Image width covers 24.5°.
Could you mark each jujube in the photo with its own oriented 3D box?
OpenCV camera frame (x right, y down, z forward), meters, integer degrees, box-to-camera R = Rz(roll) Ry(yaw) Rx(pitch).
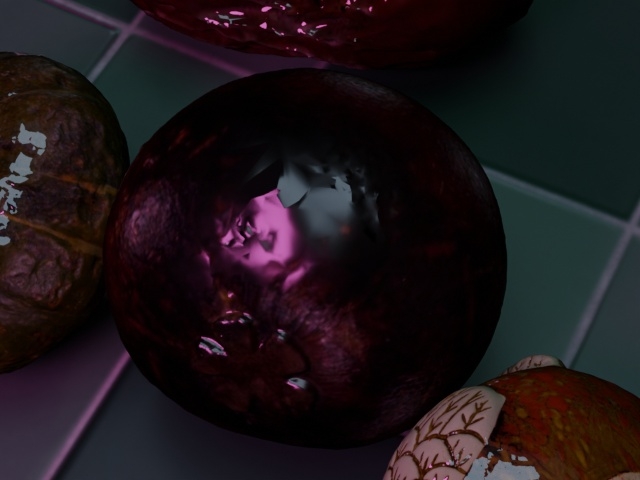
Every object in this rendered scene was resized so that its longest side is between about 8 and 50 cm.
[{"bbox_3d":[0.005,-0.277,1.286,0.376,0.258,0.258,9,62,4],"label":"jujube"}]

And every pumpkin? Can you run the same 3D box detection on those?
[{"bbox_3d":[-0.273,-0.022,1.150,0.260,0.189,0.260,-14,69,42],"label":"pumpkin"}]

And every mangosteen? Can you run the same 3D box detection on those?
[{"bbox_3d":[-0.006,0.004,1.084,0.297,0.297,0.293,18,59,14],"label":"mangosteen"}]

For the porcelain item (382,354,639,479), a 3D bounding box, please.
[{"bbox_3d":[0.130,0.202,1.035,0.253,0.253,0.253,-2,61,3],"label":"porcelain item"}]
